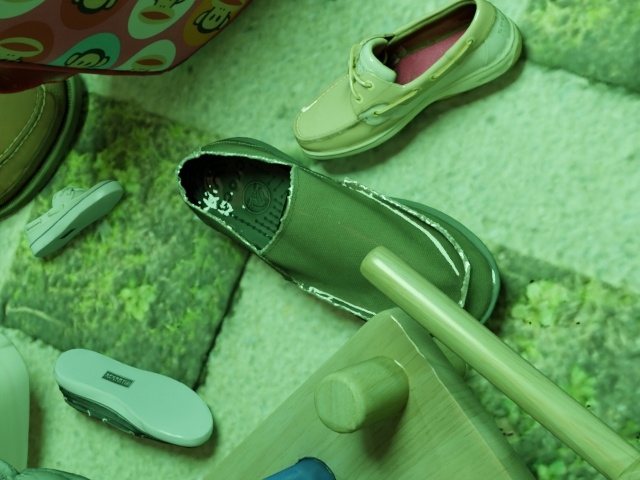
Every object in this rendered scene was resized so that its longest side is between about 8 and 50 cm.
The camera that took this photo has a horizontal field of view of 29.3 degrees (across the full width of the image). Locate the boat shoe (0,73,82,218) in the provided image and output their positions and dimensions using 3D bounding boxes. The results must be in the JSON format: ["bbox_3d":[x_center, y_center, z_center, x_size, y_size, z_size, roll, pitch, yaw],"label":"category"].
[{"bbox_3d":[-0.324,-0.052,0.986,0.307,0.104,0.110,-36,74,23],"label":"boat shoe"}]

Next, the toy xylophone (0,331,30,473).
[{"bbox_3d":[-0.308,0.212,0.910,0.081,0.236,0.322,14,99,25],"label":"toy xylophone"}]

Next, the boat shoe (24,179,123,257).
[{"bbox_3d":[-0.196,-0.025,0.961,0.100,0.035,0.035,-35,77,30],"label":"boat shoe"}]

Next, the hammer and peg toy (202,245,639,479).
[{"bbox_3d":[0.071,0.172,0.738,0.361,0.127,0.266,-48,69,32],"label":"hammer and peg toy"}]

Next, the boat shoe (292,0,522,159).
[{"bbox_3d":[0.046,-0.112,0.811,0.170,0.059,0.063,-28,53,20],"label":"boat shoe"}]

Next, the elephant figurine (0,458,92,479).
[{"bbox_3d":[-0.193,0.294,0.897,0.186,0.169,0.239,-115,37,-46],"label":"elephant figurine"}]

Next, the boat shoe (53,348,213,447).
[{"bbox_3d":[-0.141,0.125,0.929,0.142,0.049,0.040,22,133,24],"label":"boat shoe"}]

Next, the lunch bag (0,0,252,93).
[{"bbox_3d":[-0.135,-0.198,0.786,0.258,0.293,0.120,-46,75,19],"label":"lunch bag"}]

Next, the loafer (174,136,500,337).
[{"bbox_3d":[0.000,0.000,0.827,0.251,0.087,0.094,23,100,26],"label":"loafer"}]
